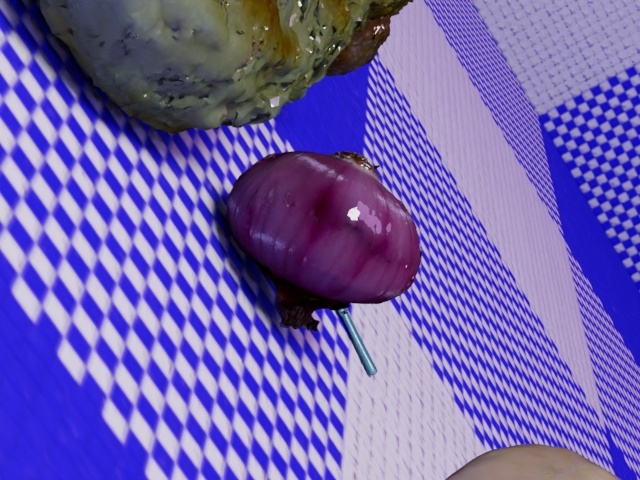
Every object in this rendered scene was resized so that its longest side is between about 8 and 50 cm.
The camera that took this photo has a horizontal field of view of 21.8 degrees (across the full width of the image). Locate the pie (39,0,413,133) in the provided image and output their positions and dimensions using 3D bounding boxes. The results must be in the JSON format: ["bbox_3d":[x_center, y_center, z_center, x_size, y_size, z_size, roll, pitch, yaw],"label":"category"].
[{"bbox_3d":[-0.084,-0.256,0.931,0.395,0.180,0.418,63,21,1],"label":"pie"}]

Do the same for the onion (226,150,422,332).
[{"bbox_3d":[0.000,0.000,0.921,0.115,0.115,0.104,14,93,-71],"label":"onion"}]

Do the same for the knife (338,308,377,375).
[{"bbox_3d":[0.013,0.044,1.045,0.091,0.005,0.014,64,13,8],"label":"knife"}]

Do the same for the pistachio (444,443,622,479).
[{"bbox_3d":[0.106,0.166,0.861,0.117,0.145,0.200,64,22,7],"label":"pistachio"}]
